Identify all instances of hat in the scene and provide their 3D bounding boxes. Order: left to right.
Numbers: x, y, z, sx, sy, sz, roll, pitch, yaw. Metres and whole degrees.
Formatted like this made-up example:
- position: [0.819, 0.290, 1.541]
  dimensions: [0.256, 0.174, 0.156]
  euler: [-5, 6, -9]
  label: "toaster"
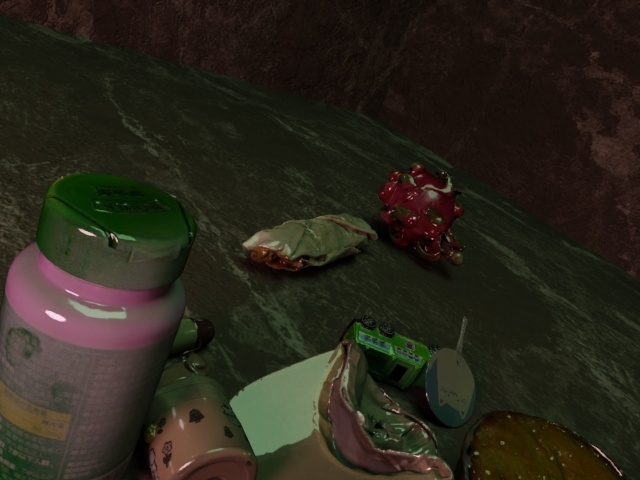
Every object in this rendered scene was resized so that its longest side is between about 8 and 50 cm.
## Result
- position: [0.018, 0.236, 0.612]
  dimensions: [0.245, 0.149, 0.214]
  euler: [-24, 39, -12]
  label: "hat"

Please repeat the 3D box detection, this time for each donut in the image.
- position: [0.254, 0.326, 0.603]
  dimensions: [0.272, 0.107, 0.272]
  euler: [17, 27, -9]
  label: "donut"

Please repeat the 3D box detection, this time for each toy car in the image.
- position: [0.109, 0.177, 0.830]
  dimensions: [0.165, 0.071, 0.062]
  euler: [24, 32, -7]
  label: "toy car"

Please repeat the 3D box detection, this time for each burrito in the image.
- position: [0.000, 0.000, 1.105]
  dimensions: [0.117, 0.076, 0.392]
  euler: [35, 24, 22]
  label: "burrito"

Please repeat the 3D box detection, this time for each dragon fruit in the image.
- position: [0.252, -0.058, 1.376]
  dimensions: [0.218, 0.272, 0.198]
  euler: [6, -17, -28]
  label: "dragon fruit"

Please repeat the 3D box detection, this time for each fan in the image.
- position: [0.201, 0.190, 0.826]
  dimensions: [0.113, 0.005, 0.175]
  euler: [37, 56, -25]
  label: "fan"

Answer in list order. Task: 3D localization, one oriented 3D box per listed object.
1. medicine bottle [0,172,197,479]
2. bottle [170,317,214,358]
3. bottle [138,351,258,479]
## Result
- position: [-0.190, 0.087, 0.448]
  dimensions: [0.133, 0.274, 0.133]
  euler: [22, 22, -9]
  label: "medicine bottle"
- position: [-0.177, 0.122, 0.696]
  dimensions: [0.101, 0.047, 0.063]
  euler: [2, 58, -52]
  label: "bottle"
- position: [-0.129, 0.183, 0.539]
  dimensions: [0.099, 0.099, 0.152]
  euler: [8, 25, -35]
  label: "bottle"
